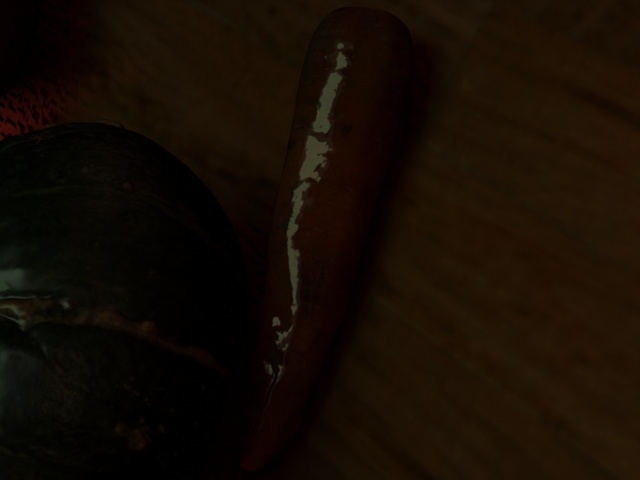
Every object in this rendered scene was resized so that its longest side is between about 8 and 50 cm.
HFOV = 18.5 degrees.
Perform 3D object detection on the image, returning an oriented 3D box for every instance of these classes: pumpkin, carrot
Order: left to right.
[{"bbox_3d":[-0.109,0.045,0.785,0.190,0.146,0.190,-51,13,17],"label":"pumpkin"},{"bbox_3d":[0.000,0.000,0.781,0.047,0.047,0.191,7,83,47],"label":"carrot"}]

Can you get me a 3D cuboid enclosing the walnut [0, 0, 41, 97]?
[{"bbox_3d":[-0.236,-0.113,0.978,0.207,0.167,0.167,-20,59,33],"label":"walnut"}]
